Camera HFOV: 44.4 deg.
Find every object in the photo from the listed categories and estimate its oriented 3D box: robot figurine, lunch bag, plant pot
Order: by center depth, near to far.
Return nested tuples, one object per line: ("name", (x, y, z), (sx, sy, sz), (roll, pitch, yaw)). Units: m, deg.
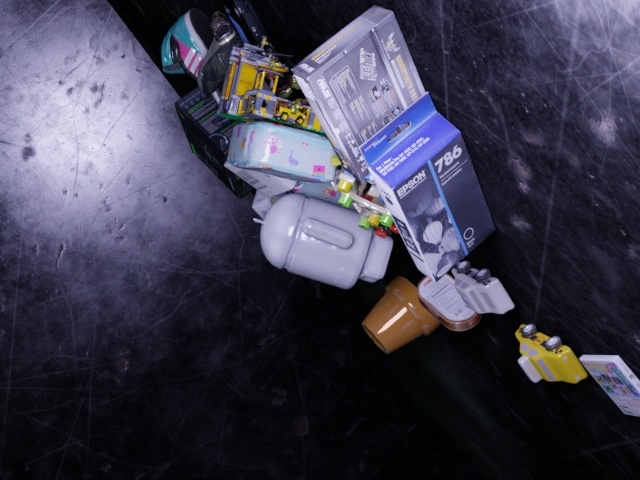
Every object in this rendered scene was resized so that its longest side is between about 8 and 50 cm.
("lunch bag", (-0.080, -0.196, 1.766), (0.224, 0.108, 0.279), (11, -177, -20))
("robot figurine", (0.000, 0.000, 1.981), (0.353, 0.200, 0.300), (18, 166, -3))
("lunch bag", (-0.009, -0.158, 2.168), (0.223, 0.160, 0.262), (53, -178, -31))
("plant pot", (0.238, 0.246, 2.451), (0.205, 0.188, 0.205), (49, 171, 11))

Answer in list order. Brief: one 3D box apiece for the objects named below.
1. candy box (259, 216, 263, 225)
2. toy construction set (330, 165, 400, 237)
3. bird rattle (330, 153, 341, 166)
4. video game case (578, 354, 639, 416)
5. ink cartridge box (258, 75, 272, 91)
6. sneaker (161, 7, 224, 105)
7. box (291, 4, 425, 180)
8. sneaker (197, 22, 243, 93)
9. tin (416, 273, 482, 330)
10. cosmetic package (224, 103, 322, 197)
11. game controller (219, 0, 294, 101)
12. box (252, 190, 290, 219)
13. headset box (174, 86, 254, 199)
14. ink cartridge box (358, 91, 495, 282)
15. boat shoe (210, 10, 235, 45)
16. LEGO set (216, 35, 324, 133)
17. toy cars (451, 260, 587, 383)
("candy box", (-0.032, -0.047, 2.525), (0.317, 0.122, 0.268), (31, 169, 0))
("toy construction set", (0.109, -0.105, 1.811), (0.215, 0.151, 0.327), (28, -177, -12))
("bird rattle", (0.102, -0.217, 1.515), (0.253, 0.143, 0.207), (19, 131, 67))
("video game case", (0.574, 0.277, 1.495), (0.143, 0.019, 0.157), (51, 172, 3))
("ink cartridge box", (-0.152, -0.378, 2.185), (0.159, 0.092, 0.218), (52, 173, -10))
("sneaker", (-0.368, -0.503, 2.287), (0.178, 0.123, 0.296), (-17, 99, 36))
("box", (0.078, -0.244, 1.315), (0.056, 0.183, 0.231), (39, 166, 48))
("sneaker", (-0.251, -0.461, 2.119), (0.130, 0.087, 0.227), (44, 130, 8))
("tin", (0.319, 0.148, 1.947), (0.189, 0.106, 0.040), (41, 159, 42))
("cosmetic package", (-0.118, -0.232, 1.990), (0.151, 0.184, 0.151), (35, 160, -20))
("game controller", (-0.162, -0.477, 1.920), (0.166, 0.067, 0.319), (40, 166, 48))
("box", (-0.082, -0.135, 2.258), (0.232, 0.058, 0.322), (52, -146, -33))
("headset box", (-0.301, -0.310, 2.390), (0.283, 0.131, 0.246), (45, 163, 26))
("ink cartridge box", (0.200, -0.086, 1.404), (0.065, 0.165, 0.333), (40, 167, 48))
("boat shoe", (-0.242, -0.513, 1.891), (0.049, 0.056, 0.152), (54, -175, -32))
("LEGO set", (-0.086, -0.352, 1.754), (0.254, 0.192, 0.331), (12, -177, -17))
("toy cars", (0.403, 0.183, 1.696), (0.394, 0.087, 0.176), (48, 172, 31))
